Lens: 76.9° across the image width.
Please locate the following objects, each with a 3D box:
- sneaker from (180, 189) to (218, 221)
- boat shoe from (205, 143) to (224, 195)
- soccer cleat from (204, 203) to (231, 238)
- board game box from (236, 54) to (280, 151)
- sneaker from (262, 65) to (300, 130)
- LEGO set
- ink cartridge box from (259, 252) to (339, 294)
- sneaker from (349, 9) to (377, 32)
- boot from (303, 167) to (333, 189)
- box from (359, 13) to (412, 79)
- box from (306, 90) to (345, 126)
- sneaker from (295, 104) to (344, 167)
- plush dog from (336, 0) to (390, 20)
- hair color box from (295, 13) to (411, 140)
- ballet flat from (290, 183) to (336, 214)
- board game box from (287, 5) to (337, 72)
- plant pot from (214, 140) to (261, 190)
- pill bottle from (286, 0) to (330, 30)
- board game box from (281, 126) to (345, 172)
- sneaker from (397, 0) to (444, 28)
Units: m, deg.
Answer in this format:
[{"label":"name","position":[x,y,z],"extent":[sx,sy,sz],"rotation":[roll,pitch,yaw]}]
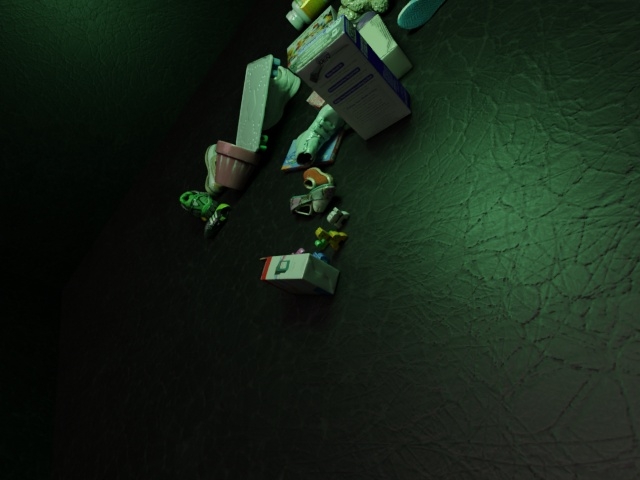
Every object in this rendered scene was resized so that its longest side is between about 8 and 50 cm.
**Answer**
[{"label":"sneaker","position":[-0.601,-0.194,1.941],"extent":[0.134,0.146,0.343],"rotation":[-60,27,-6]},{"label":"boat shoe","position":[-0.504,-0.366,2.009],"extent":[0.103,0.113,0.303],"rotation":[-27,57,31]},{"label":"soccer cleat","position":[-0.461,-0.086,1.799],"extent":[0.072,0.060,0.179],"rotation":[9,68,48]},{"label":"board game box","position":[-0.292,-0.609,1.829],"extent":[0.390,0.050,0.390],"rotation":[34,116,60]},{"label":"sneaker","position":[-0.222,-0.657,1.865],"extent":[0.114,0.152,0.305],"rotation":[25,85,50]},{"label":"LEGO set","position":[0.000,0.000,1.208],"extent":[0.227,0.093,0.087],"rotation":[-51,38,7]},{"label":"ink cartridge box","position":[-0.076,0.103,1.185],"extent":[0.231,0.134,0.078],"rotation":[-7,60,45]},{"label":"sneaker","position":[0.115,-0.813,1.634],"extent":[0.283,0.107,0.124],"rotation":[-24,62,23]},{"label":"boot","position":[-0.031,-0.212,1.389],"extent":[0.158,0.084,0.059],"rotation":[31,131,54]},{"label":"box","position":[0.226,-0.680,1.427],"extent":[0.094,0.113,0.275],"rotation":[-35,44,24]},{"label":"box","position":[0.088,-0.564,1.480],"extent":[0.257,0.128,0.123],"rotation":[-51,38,7]},{"label":"sneaker","position":[0.004,-0.362,1.410],"extent":[0.256,0.094,0.151],"rotation":[-39,34,37]},{"label":"plush dog","position":[0.143,-0.977,1.689],"extent":[0.262,0.210,0.226],"rotation":[-112,36,-48]},{"label":"hair color box","position":[0.107,-0.478,1.227],"extent":[0.185,0.338,0.110],"rotation":[-25,48,35]},{"label":"ballet flat","position":[-0.025,-0.127,1.353],"extent":[0.221,0.076,0.079],"rotation":[-13,74,48]},{"label":"board game box","position":[-0.039,-0.982,1.973],"extent":[0.305,0.053,0.193],"rotation":[-32,44,29]},{"label":"plant pot","position":[-0.382,-0.324,1.789],"extent":[0.201,0.201,0.180],"rotation":[25,99,52]},{"label":"pill bottle","position":[-0.061,-1.228,2.101],"extent":[0.245,0.136,0.136],"rotation":[-41,41,20]},{"label":"board game box","position":[-0.032,-0.341,1.537],"extent":[0.281,0.027,0.145],"rotation":[2,64,48]},{"label":"sneaker","position":[0.365,-0.838,1.417],"extent":[0.228,0.087,0.092],"rotation":[-39,34,11]}]
